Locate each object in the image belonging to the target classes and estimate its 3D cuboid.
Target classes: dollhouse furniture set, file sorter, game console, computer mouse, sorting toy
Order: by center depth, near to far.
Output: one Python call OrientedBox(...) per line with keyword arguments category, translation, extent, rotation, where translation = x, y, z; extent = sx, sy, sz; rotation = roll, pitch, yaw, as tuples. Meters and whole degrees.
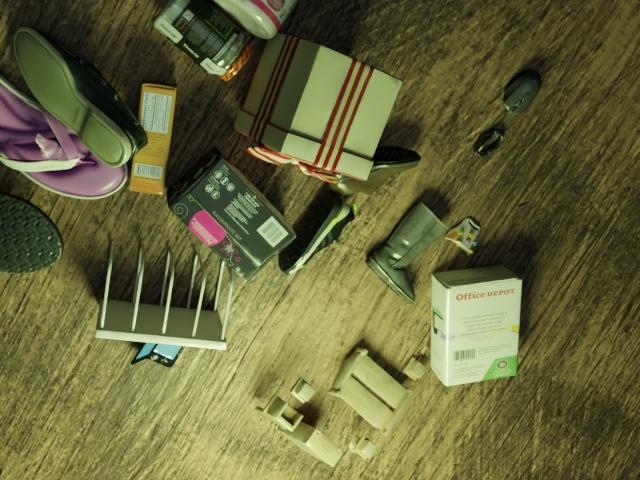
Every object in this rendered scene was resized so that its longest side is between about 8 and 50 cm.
OrientedBox(category="file sorter", translation=(-0.342, 0.117, 1.616), extent=(0.278, 0.193, 0.173), rotation=(9, 104, -16))
OrientedBox(category="game console", translation=(-0.371, 0.251, 1.711), extent=(0.107, 0.071, 0.122), rotation=(29, 106, -20))
OrientedBox(category="computer mouse", translation=(0.451, -0.303, 1.745), extent=(0.071, 0.041, 0.242), rotation=(28, 101, -21))
OrientedBox(category="sorting toy", translation=(0.370, -0.014, 1.829), extent=(0.083, 0.045, 0.075), rotation=(35, 78, -21))
OrientedBox(category="dollhouse furniture set", translation=(0.046, 0.374, 1.871), extent=(0.303, 0.174, 0.355), rotation=(44, 70, -22))

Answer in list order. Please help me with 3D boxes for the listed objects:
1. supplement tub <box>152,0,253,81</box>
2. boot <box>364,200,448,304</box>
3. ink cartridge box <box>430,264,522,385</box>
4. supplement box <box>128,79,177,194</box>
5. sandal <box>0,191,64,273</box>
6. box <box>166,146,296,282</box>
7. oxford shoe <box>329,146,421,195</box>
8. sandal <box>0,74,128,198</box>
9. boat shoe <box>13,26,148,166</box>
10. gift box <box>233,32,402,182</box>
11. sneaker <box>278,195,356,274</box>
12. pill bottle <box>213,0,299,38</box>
OrientedBox(category="supplement tub", translation=(-0.239, -0.425, 1.496), extent=(0.190, 0.117, 0.117), rotation=(40, 95, -21))
OrientedBox(category="boot", translation=(0.235, 0.033, 1.798), extent=(0.208, 0.076, 0.189), rotation=(-45, 114, -3))
OrientedBox(category="ink cartridge box", translation=(0.396, 0.214, 1.864), extent=(0.202, 0.117, 0.278), rotation=(-7, 110, -12))
OrientedBox(category="supplement box", translation=(-0.359, -0.222, 1.558), extent=(0.080, 0.078, 0.233), rotation=(10, 105, -13))
OrientedBox(category="sandal", translation=(-0.755, -0.043, 1.522), extent=(0.446, 0.107, 0.167), rotation=(10, 107, -3))
OrientedBox(category="box", translation=(-0.200, -0.061, 1.616), extent=(0.163, 0.142, 0.247), rotation=(-43, 114, 2))
OrientedBox(category="oxford shoe", translation=(0.127, -0.160, 1.705), extent=(0.227, 0.082, 0.096), rotation=(-14, 127, -7))
OrientedBox(category="sandal", translation=(-0.597, -0.208, 1.491), extent=(0.416, 0.102, 0.169), rotation=(32, 99, -21))
OrientedBox(category="boat shoe", translation=(-0.478, -0.302, 1.474), extent=(0.340, 0.113, 0.127), rotation=(45, 129, 5))
OrientedBox(category="gift box", translation=(-0.015, -0.271, 1.538), extent=(0.255, 0.276, 0.258), rotation=(15, 101, -31))
OrientedBox(category="sneaker", translation=(0.000, 0.000, 1.714), extent=(0.097, 0.084, 0.234), rotation=(28, 110, -40))
OrientedBox(category="pill bottle", translation=(-0.083, -0.564, 1.453), extent=(0.160, 0.160, 0.283), rotation=(35, 87, -21))
